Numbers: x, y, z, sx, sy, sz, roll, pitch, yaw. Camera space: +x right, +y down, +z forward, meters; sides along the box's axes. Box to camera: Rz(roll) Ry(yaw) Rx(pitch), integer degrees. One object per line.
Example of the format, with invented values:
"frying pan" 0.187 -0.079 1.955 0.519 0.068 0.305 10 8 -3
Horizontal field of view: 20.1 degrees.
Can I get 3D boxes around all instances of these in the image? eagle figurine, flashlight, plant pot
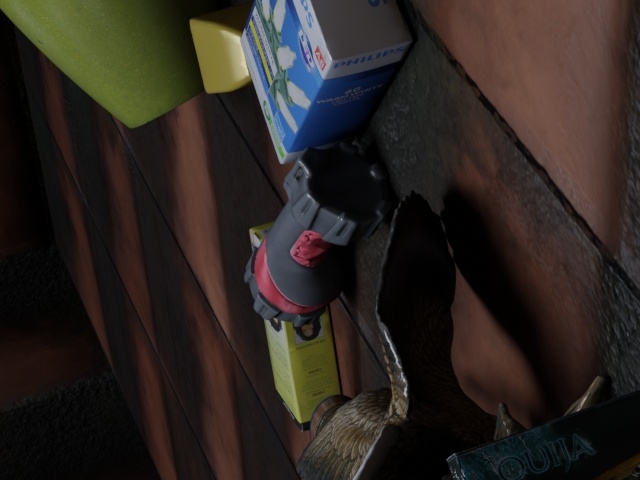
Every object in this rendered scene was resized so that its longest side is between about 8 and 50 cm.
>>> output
"eagle figurine" 0.080 0.130 1.428 0.298 0.226 0.225 50 173 46
"flashlight" 0.000 0.000 1.766 0.304 0.103 0.103 129 128 -67
"plant pot" -0.233 -0.286 2.041 0.293 0.275 0.275 59 168 -10
"plant pot" -0.073 -0.195 1.841 0.083 0.081 0.081 18 124 60

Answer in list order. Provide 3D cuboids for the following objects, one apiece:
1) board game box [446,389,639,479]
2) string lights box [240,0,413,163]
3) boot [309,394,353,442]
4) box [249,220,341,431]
"board game box" 0.182 0.155 1.059 0.026 0.186 0.126 114 137 -71
"string lights box" 0.000 -0.176 1.584 0.259 0.077 0.133 121 132 -71
"boot" 0.035 0.288 1.971 0.106 0.082 0.219 -129 28 -62
"box" -0.026 0.095 2.026 0.087 0.058 0.232 -130 27 -57
